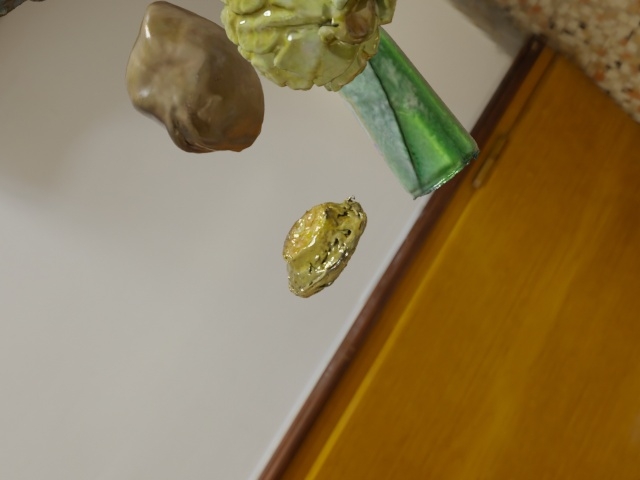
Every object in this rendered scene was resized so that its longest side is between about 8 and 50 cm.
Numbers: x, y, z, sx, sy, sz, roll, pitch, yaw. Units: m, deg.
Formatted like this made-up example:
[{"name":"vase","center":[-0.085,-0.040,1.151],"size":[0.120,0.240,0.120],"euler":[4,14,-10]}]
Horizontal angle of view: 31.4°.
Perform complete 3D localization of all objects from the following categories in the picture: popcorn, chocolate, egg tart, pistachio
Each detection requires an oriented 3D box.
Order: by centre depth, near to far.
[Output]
[{"name":"popcorn","center":[-0.012,-0.190,0.909],"size":[0.135,0.141,0.162],"euler":[15,-164,-26]},{"name":"egg tart","center":[0.000,0.000,1.233],"size":[0.052,0.130,0.130],"euler":[37,155,-19]},{"name":"chocolate","center":[0.064,-0.190,1.340],"size":[0.291,0.110,0.110],"euler":[53,152,-3]},{"name":"pistachio","center":[-0.163,-0.220,1.561],"size":[0.163,0.212,0.260],"euler":[-12,176,16]}]

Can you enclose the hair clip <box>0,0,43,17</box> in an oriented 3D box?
[{"name":"hair clip","center":[-0.206,-0.190,0.620],"size":[0.048,0.083,0.275],"euler":[54,168,11]}]
